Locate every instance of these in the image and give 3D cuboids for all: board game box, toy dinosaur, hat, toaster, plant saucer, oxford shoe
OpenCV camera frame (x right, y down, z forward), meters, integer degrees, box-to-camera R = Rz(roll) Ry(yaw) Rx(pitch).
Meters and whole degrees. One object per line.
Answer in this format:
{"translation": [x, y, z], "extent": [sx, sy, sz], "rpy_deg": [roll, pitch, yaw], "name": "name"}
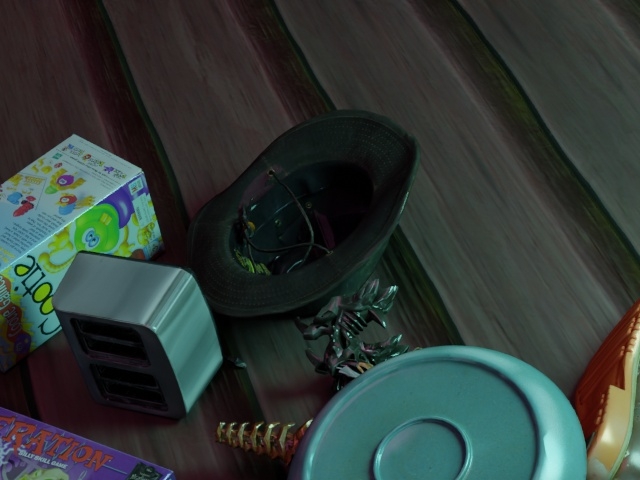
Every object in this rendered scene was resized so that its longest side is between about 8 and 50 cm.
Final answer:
{"translation": [-0.355, 0.291, 1.897], "extent": [0.346, 0.056, 0.208], "rpy_deg": [15, 42, 29], "name": "board game box"}
{"translation": [0.053, 0.178, 1.857], "extent": [0.321, 0.164, 0.218], "rpy_deg": [3, 54, -15], "name": "toy dinosaur"}
{"translation": [-0.355, 0.013, 2.147], "extent": [0.144, 0.142, 0.275], "rpy_deg": [27, 53, 37], "name": "board game box"}
{"translation": [0.000, 0.000, 2.080], "extent": [0.331, 0.134, 0.331], "rpy_deg": [-22, 39, 19], "name": "hat"}
{"translation": [-0.207, 0.110, 1.980], "extent": [0.185, 0.168, 0.110], "rpy_deg": [8, 47, 25], "name": "toaster"}
{"translation": [0.106, 0.227, 1.692], "extent": [0.317, 0.044, 0.318], "rpy_deg": [-13, 47, 14], "name": "plant saucer"}
{"translation": [0.354, 0.177, 1.823], "extent": [0.132, 0.130, 0.364], "rpy_deg": [32, 41, 0], "name": "oxford shoe"}
